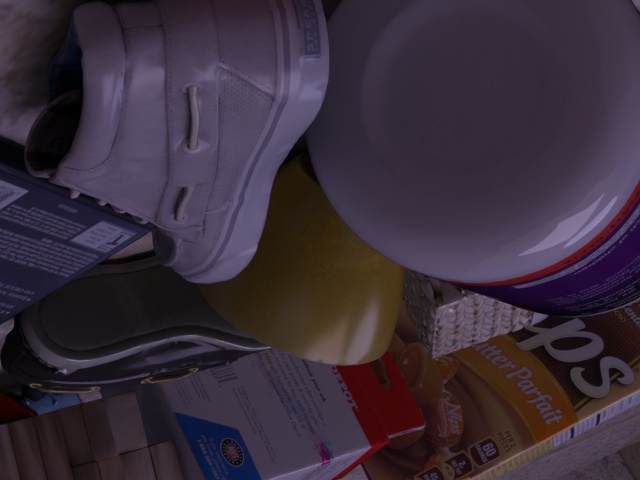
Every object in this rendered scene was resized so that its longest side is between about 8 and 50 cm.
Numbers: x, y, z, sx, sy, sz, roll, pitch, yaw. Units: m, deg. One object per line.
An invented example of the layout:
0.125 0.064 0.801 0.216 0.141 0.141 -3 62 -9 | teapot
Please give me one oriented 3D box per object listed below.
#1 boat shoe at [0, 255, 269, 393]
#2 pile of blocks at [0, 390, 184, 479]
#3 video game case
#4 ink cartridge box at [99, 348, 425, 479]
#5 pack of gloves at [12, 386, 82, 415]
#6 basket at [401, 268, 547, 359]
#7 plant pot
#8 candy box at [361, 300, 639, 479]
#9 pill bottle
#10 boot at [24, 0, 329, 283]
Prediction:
-0.100 0.051 1.063 0.227 0.081 0.068 -5 155 -37 | boat shoe
-0.272 0.167 1.105 0.362 0.113 0.149 -11 175 -32 | pile of blocks
-0.245 0.038 0.891 0.274 0.026 0.196 -31 163 12 | video game case
-0.041 0.132 1.281 0.231 0.134 0.078 -10 155 -43 | ink cartridge box
-0.262 0.184 1.247 0.195 0.046 0.232 -26 163 -8 | pack of gloves
0.107 0.008 1.197 0.103 0.113 0.167 -22 163 -5 | basket
0.000 0.000 1.015 0.134 0.134 0.095 -7 129 -49 | plant pot
0.161 0.090 1.386 0.316 0.183 0.087 -28 164 1 | candy box
0.126 -0.052 0.929 0.181 0.181 0.323 -32 162 14 | pill bottle
-0.087 -0.049 0.807 0.123 0.095 0.258 -6 155 -18 | boot
